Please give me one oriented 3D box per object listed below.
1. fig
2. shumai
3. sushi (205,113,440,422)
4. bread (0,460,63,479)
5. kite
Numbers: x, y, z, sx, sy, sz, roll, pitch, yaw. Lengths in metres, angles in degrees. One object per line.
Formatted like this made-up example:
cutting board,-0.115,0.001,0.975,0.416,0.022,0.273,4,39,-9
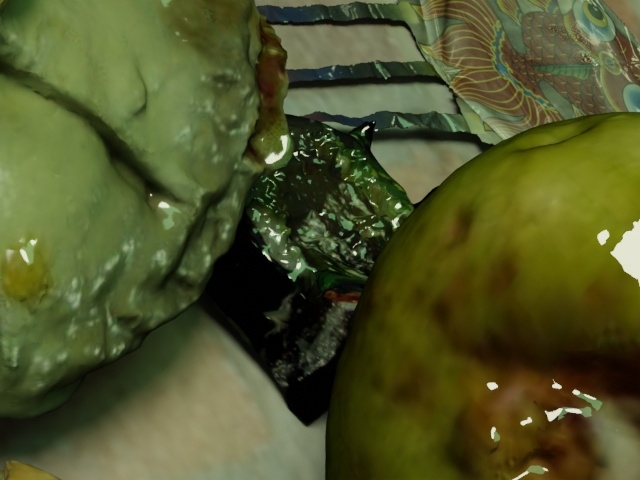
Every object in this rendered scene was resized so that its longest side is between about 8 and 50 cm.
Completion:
fig,0.101,0.058,0.561,0.191,0.181,0.181,19,38,-57
shumai,-0.098,-0.059,0.545,0.184,0.142,0.184,2,55,-2
sushi,0.000,0.000,0.636,0.083,0.056,0.085,40,45,16
bread,-0.066,0.120,0.492,0.154,0.054,0.136,1,55,-37
kite,0.050,-0.074,0.758,0.229,0.016,0.127,1,51,-34
